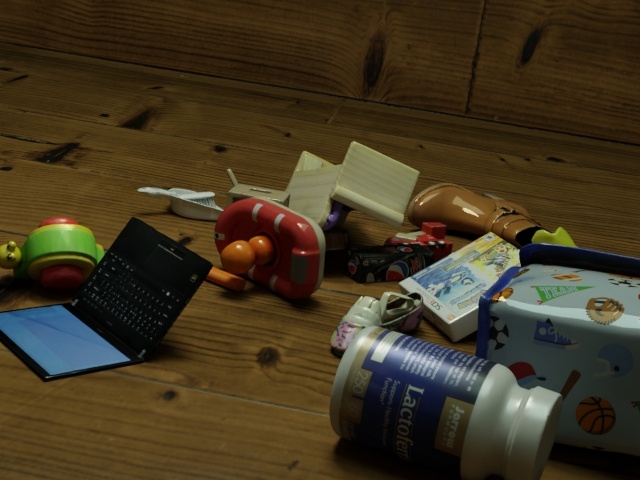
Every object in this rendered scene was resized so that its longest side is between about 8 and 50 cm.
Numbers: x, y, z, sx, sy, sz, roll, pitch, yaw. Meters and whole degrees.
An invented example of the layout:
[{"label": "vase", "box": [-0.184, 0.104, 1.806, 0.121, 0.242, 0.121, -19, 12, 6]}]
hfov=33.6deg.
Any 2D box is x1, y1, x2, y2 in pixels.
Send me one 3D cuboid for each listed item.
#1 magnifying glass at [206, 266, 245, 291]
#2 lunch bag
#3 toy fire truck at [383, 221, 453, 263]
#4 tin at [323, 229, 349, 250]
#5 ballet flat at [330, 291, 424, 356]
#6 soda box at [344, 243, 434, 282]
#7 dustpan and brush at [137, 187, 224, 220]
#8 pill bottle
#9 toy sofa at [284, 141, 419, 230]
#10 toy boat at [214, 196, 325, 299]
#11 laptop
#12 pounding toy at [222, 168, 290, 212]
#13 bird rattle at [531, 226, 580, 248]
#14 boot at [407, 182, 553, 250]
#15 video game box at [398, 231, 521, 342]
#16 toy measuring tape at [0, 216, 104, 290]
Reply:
[{"label": "magnifying glass", "box": [-0.232, 0.047, 1.897, 0.231, 0.026, 0.092, 17, 19, 32]}, {"label": "lunch bag", "box": [0.417, 0.141, 1.534, 0.328, 0.238, 0.385, 9, 12, 22]}, {"label": "toy fire truck", "box": [0.198, 0.006, 2.168, 0.192, 0.047, 0.135, -3, 20, -29]}, {"label": "tin", "box": [0.000, 0.000, 2.036, 0.106, 0.040, 0.190, 1, 2, 6]}, {"label": "ballet flat", "box": [0.094, 0.123, 1.706, 0.077, 0.079, 0.221, 22, 23, 35]}, {"label": "soda box", "box": [0.131, 0.042, 2.016, 0.169, 0.053, 0.060, -3, 21, -30]}, {"label": "dustpan and brush", "box": [-0.288, -0.085, 2.214, 0.211, 0.060, 0.147, -5, 22, -36]}, {"label": "pill bottle", "box": [0.158, 0.213, 1.332, 0.265, 0.153, 0.153, 15, 19, 22]}, {"label": "toy sofa", "box": [0.042, -0.079, 2.099, 0.150, 0.177, 0.362, 24, -6, -16]}, {"label": "toy boat", "box": [-0.109, 0.018, 1.835, 0.151, 0.151, 0.231, -15, 28, -41]}, {"label": "laptop", "box": [-0.334, 0.076, 1.566, 0.234, 0.264, 0.136, 27, -11, 45]}, {"label": "pounding toy", "box": [-0.136, -0.059, 2.086, 0.141, 0.130, 0.100, 10, 18, 8]}, {"label": "bird rattle", "box": [0.410, 0.091, 1.911, 0.207, 0.143, 0.253, 5, 30, -9]}, {"label": "boot", "box": [0.353, -0.034, 2.308, 0.283, 0.109, 0.220, 6, 20, -32]}, {"label": "video game box", "box": [0.266, 0.077, 1.838, 0.205, 0.048, 0.187, -29, 31, -13]}, {"label": "toy measuring tape", "box": [-0.365, 0.022, 1.748, 0.330, 0.121, 0.121, 1, 19, -23]}]
